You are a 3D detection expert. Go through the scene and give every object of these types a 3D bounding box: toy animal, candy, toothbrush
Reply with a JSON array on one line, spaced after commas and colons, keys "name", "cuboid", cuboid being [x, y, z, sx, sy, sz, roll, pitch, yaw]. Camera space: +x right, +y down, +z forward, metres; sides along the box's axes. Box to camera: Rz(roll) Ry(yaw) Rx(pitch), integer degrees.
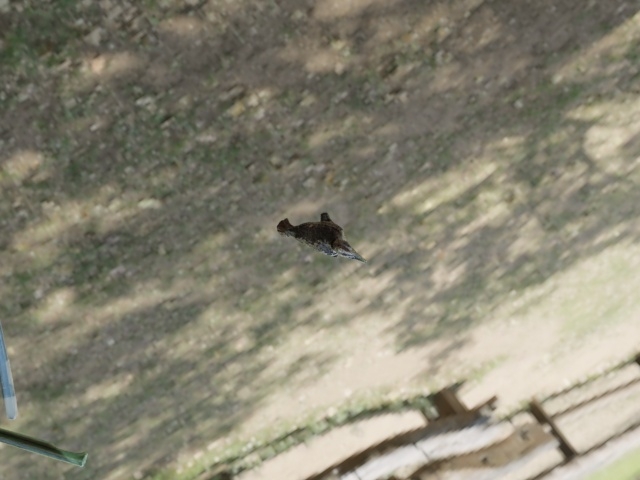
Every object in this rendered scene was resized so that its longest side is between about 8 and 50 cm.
[{"name": "toy animal", "cuboid": [0.007, 0.000, 1.638, 0.105, 0.202, 0.070, 8, 99, -22]}, {"name": "candy", "cuboid": [-0.566, 0.279, 1.610, 0.119, 0.440, 0.119, 16, 90, -81]}, {"name": "toothbrush", "cuboid": [-0.422, 0.096, 1.359, 0.025, 0.275, 0.019, -12, 179, 2]}]
